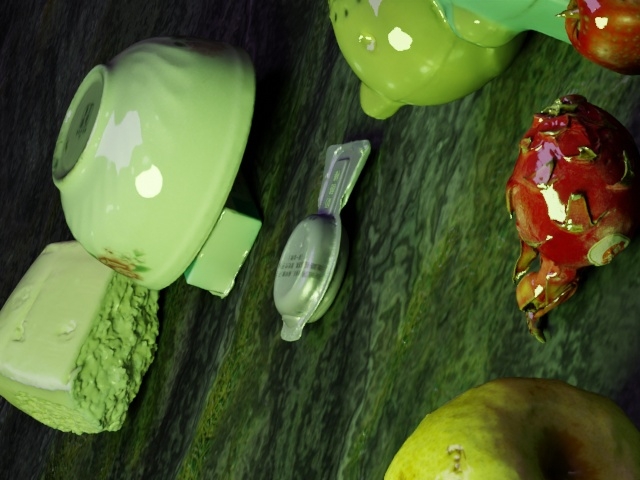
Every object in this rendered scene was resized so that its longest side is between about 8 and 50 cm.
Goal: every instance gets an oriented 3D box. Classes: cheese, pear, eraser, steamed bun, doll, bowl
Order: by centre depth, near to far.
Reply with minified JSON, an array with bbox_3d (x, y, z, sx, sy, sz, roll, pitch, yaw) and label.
[{"bbox_3d":[0.114,0.166,1.176,0.178,0.178,0.178,-52,27,42],"label":"pear"},{"bbox_3d":[0.111,-0.203,1.514,0.261,0.161,0.177,-30,47,58],"label":"doll"},{"bbox_3d":[0.000,0.000,1.793,0.105,0.042,0.191,-2,70,68],"label":"cheese"},{"bbox_3d":[-0.190,-0.097,2.086,0.277,0.145,0.277,-50,29,43],"label":"bowl"},{"bbox_3d":[-0.119,-0.034,2.118,0.095,0.052,0.225,-64,21,19],"label":"eraser"},{"bbox_3d":[-0.256,0.107,2.238,0.200,0.170,0.225,8,60,38],"label":"steamed bun"}]

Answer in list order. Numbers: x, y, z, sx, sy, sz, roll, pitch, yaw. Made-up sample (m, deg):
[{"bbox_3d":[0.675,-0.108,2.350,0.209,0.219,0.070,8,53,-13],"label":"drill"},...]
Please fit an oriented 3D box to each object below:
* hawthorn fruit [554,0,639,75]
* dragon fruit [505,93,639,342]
[{"bbox_3d":[0.203,-0.155,1.335,0.093,0.093,0.093,-52,27,42],"label":"hawthorn fruit"},{"bbox_3d":[0.170,-0.006,1.329,0.094,0.094,0.190,-101,11,-54],"label":"dragon fruit"}]
